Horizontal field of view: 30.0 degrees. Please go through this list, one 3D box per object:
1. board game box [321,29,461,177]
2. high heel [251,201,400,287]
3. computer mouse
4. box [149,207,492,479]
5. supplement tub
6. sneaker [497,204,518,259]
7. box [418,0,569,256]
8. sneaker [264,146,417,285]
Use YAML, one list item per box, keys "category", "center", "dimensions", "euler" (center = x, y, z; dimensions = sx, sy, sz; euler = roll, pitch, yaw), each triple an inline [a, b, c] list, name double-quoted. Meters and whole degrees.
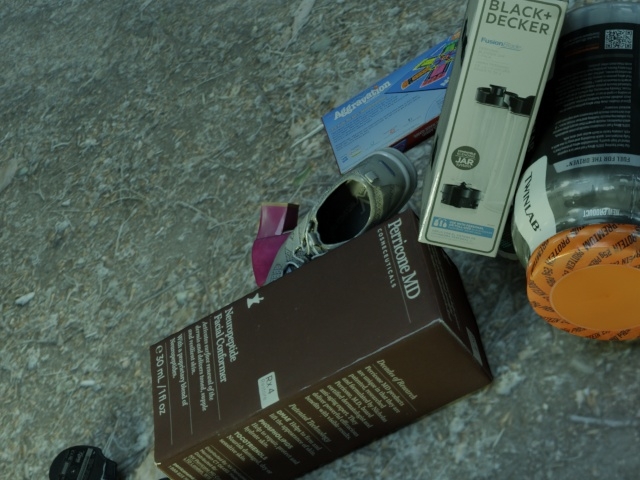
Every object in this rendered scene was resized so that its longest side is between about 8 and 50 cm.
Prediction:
- category: "board game box"
  center: [0.137, -0.199, 1.679]
  dimensions: [0.281, 0.027, 0.145]
  euler: [-31, 42, 13]
- category: "high heel"
  center: [0.016, 0.013, 1.567]
  dimensions: [0.244, 0.082, 0.117]
  euler: [4, 89, 25]
- category: "computer mouse"
  center: [-0.254, 0.313, 1.526]
  dimensions: [0.242, 0.041, 0.071]
  euler: [7, 68, 35]
- category: "box"
  center: [-0.010, 0.145, 1.398]
  dimensions: [0.381, 0.143, 0.191]
  euler: [-28, 41, 14]
- category: "supplement tub"
  center: [0.314, -0.076, 1.280]
  dimensions: [0.207, 0.207, 0.338]
  euler: [-13, 46, 31]
- category: "sneaker"
  center: [0.205, -0.023, 1.423]
  dimensions: [0.166, 0.076, 0.065]
  euler: [4, 58, 41]
- category: "box"
  center: [0.179, -0.150, 1.274]
  dimensions: [0.087, 0.290, 0.169]
  euler: [12, 26, 1]
- category: "sneaker"
  center: [0.000, 0.000, 1.472]
  dimensions: [0.105, 0.115, 0.281]
  euler: [41, 115, 16]
